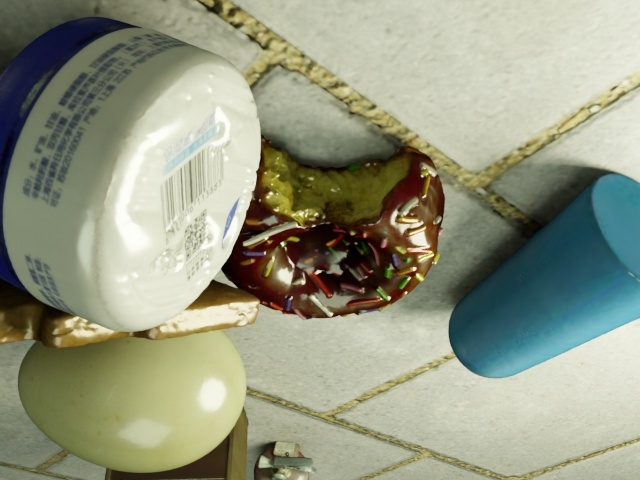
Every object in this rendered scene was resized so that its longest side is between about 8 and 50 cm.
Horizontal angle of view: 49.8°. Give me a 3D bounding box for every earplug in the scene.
[{"bbox_3d":[0.236,0.062,0.725,0.132,0.132,0.273,16,142,-22],"label":"earplug"}]

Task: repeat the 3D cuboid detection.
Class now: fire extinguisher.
[{"bbox_3d":[-0.060,0.419,1.185,0.105,0.105,0.269,0,143,-2],"label":"fire extinguisher"}]

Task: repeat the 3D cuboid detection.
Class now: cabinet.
[{"bbox_3d":[-0.200,0.338,0.979,0.175,0.215,0.148,-3,142,1],"label":"cabinet"}]

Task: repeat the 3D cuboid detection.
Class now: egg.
[{"bbox_3d":[-0.210,0.160,0.774,0.254,0.188,0.188,7,142,2],"label":"egg"}]

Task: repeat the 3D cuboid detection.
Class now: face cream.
[{"bbox_3d":[-0.129,-0.042,0.486,0.111,0.206,0.206,21,145,16],"label":"face cream"}]

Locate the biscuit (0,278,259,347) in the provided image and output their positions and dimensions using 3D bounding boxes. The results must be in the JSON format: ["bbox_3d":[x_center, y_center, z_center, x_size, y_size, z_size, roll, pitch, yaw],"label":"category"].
[{"bbox_3d":[-0.206,0.046,0.616,0.301,0.043,0.278,2,-173,-7],"label":"biscuit"}]

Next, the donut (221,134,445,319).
[{"bbox_3d":[0.001,0.000,0.652,0.230,0.096,0.216,9,141,-15],"label":"donut"}]
